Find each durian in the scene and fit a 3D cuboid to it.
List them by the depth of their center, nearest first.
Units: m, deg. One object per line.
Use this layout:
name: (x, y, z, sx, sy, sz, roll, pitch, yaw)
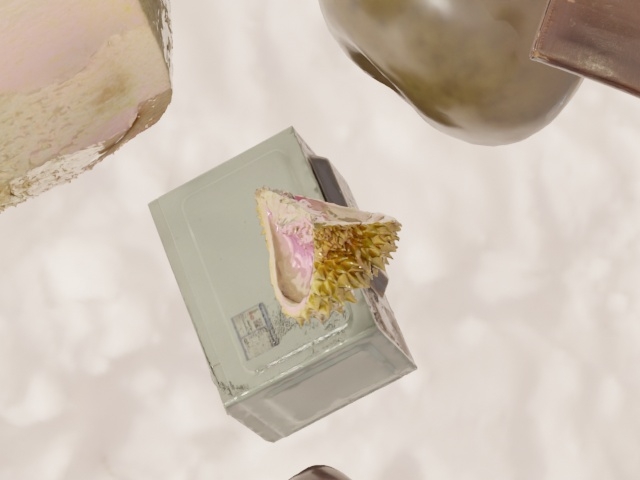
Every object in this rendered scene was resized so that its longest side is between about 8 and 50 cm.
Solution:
durian: (0.002, -0.001, 1.995, 0.132, 0.182, 0.165, 54, 51, -18)

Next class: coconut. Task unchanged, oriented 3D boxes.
coconut: (-0.276, -0.182, 1.747, 0.310, 0.297, 0.297, -30, 124, -17)

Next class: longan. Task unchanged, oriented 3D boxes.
longan: (0.144, -0.265, 2.044, 0.288, 0.350, 0.288, -34, 165, -10)

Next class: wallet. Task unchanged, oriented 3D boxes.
wallet: (0.266, -0.162, 1.602, 0.176, 0.026, 0.095, 19, 90, -9)

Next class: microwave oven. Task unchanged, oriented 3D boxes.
microwave oven: (-0.042, 0.058, 2.336, 0.238, 0.295, 0.181, -27, 151, 8)

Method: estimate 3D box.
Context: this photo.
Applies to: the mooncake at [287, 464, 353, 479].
mooncake: (-0.055, 0.345, 1.835, 0.154, 0.306, 0.306, 49, 52, 3)
